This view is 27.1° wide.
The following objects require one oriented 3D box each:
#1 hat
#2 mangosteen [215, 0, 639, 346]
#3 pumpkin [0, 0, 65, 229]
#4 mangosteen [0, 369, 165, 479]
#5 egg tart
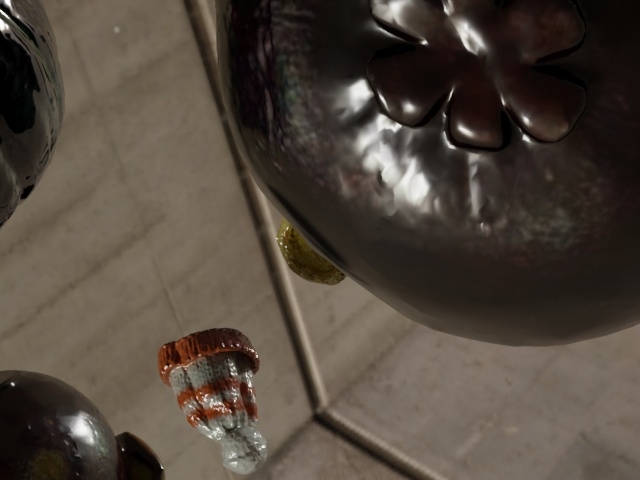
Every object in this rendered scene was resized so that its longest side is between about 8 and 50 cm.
[{"bbox_3d":[-0.102,0.176,1.404,0.112,0.093,0.162,2,-124,-32],"label":"hat"},{"bbox_3d":[0.130,-0.133,0.860,0.382,0.382,0.435,-1,-169,16],"label":"mangosteen"},{"bbox_3d":[-0.306,-0.075,0.890,0.296,0.295,0.295,-9,-140,8],"label":"pumpkin"},{"bbox_3d":[-0.350,0.293,1.515,0.311,0.311,0.311,-9,-140,8],"label":"mangosteen"},{"bbox_3d":[0.000,0.000,1.507,0.105,0.105,0.039,11,-154,28],"label":"egg tart"}]
